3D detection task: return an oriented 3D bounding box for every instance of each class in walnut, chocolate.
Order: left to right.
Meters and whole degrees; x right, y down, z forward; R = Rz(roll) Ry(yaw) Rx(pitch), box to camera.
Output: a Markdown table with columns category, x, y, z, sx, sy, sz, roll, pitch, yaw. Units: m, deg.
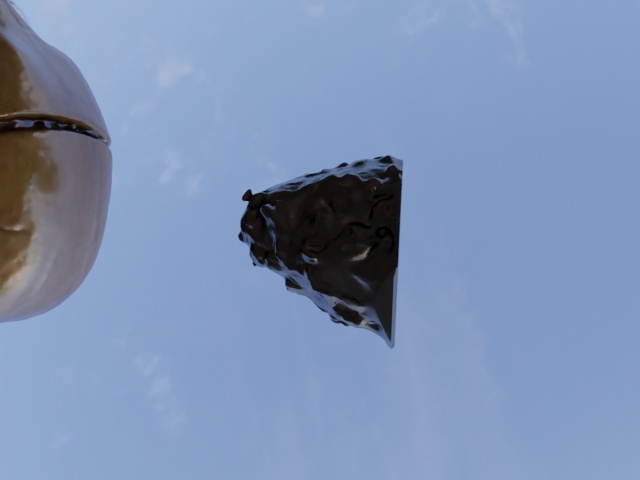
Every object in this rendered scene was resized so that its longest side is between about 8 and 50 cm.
| category | x | y | z | sx | sy | sz | roll | pitch | yaw |
| --- | --- | --- | --- | --- | --- | --- | --- | --- | --- |
| walnut | -0.294 | -0.066 | 0.526 | 0.203 | 0.203 | 0.297 | 12 | -73 | 18 |
| chocolate | 0.000 | 0.000 | 0.481 | 0.133 | 0.156 | 0.156 | 4 | -95 | 10 |
